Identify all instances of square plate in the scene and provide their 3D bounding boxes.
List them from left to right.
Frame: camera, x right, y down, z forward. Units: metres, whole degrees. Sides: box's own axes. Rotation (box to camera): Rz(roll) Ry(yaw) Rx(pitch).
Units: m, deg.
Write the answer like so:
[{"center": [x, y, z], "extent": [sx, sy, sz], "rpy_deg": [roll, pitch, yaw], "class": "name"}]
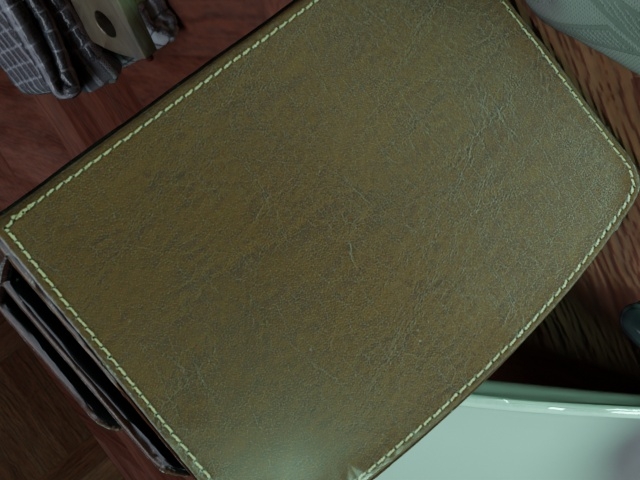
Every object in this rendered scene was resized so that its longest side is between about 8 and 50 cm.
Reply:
[{"center": [0.086, 0.198, 0.819], "extent": [0.344, 0.049, 0.347], "rpy_deg": [6, 137, -3], "class": "square plate"}]

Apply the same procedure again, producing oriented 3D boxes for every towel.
[{"center": [-0.279, -0.252, 0.992], "extent": [0.284, 0.121, 0.235], "rpy_deg": [58, 157, -19], "class": "towel"}]

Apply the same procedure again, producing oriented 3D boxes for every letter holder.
[{"center": [0.000, 0.000, 0.626], "extent": [0.214, 0.302, 0.152], "rpy_deg": [50, 158, -2], "class": "letter holder"}]

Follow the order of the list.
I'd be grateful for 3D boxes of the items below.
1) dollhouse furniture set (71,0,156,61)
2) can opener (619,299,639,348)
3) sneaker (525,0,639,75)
[{"center": [-0.149, -0.226, 0.768], "extent": [0.183, 0.129, 0.129], "rpy_deg": [24, 147, 41], "class": "dollhouse furniture set"}, {"center": [0.254, 0.095, 0.646], "extent": [0.186, 0.073, 0.059], "rpy_deg": [40, -165, 30], "class": "can opener"}, {"center": [0.179, -0.097, 0.432], "extent": [0.271, 0.100, 0.108], "rpy_deg": [35, 168, 40], "class": "sneaker"}]
